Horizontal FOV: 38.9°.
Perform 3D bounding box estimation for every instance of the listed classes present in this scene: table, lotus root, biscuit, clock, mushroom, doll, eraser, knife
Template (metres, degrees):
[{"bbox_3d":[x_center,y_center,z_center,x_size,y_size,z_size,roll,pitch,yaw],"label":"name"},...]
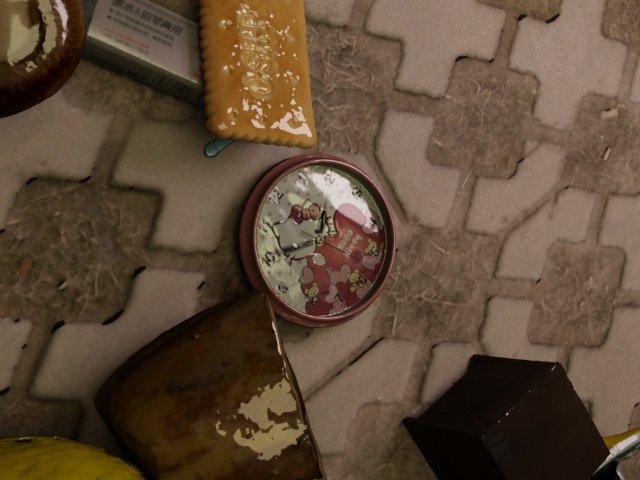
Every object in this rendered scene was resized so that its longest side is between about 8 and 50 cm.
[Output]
[{"bbox_3d":[0.264,0.285,1.305,0.169,0.193,0.172,-37,104,-26],"label":"table"},{"bbox_3d":[-0.113,0.226,1.060,0.250,0.316,0.316,-23,98,-12],"label":"lotus root"},{"bbox_3d":[-0.080,-0.244,1.176,0.160,0.030,0.250,5,74,-31],"label":"biscuit"},{"bbox_3d":[0.000,0.000,1.258,0.244,0.056,0.245,1,89,-27],"label":"clock"},{"bbox_3d":[-0.405,-0.243,0.980,0.297,0.163,0.278,11,76,-8],"label":"mushroom"},{"bbox_3d":[0.380,0.382,1.409,0.316,0.103,0.146,-24,122,-25],"label":"doll"},{"bbox_3d":[-0.188,-0.238,1.164,0.351,0.061,0.089,21,68,-25],"label":"eraser"},{"bbox_3d":[-0.120,-0.143,1.229,0.096,0.010,0.027,-40,100,-22],"label":"knife"}]

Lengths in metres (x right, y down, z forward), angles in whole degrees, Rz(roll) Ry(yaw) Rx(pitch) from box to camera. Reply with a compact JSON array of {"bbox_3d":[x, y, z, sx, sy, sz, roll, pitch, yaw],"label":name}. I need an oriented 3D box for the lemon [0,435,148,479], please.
[{"bbox_3d":[-0.299,0.383,0.911,0.349,0.350,0.387,-8,133,-28],"label":"lemon"}]
